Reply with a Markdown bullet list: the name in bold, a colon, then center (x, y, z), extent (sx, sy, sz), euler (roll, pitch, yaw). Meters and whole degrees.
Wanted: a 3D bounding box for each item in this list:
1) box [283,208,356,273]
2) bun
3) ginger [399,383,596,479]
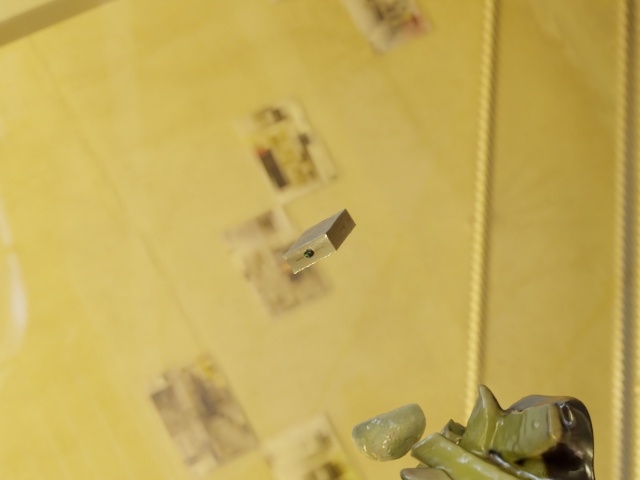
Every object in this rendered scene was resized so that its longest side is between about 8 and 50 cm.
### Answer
- **box**: center (0.000, 0.000, 1.593), extent (0.024, 0.053, 0.083), euler (59, -156, -7)
- **bun**: center (0.103, 0.278, 2.262), extent (0.115, 0.115, 0.069), euler (141, 108, -73)
- **ginger**: center (0.207, 0.386, 2.085), extent (0.413, 0.211, 0.358), euler (121, 139, -55)
